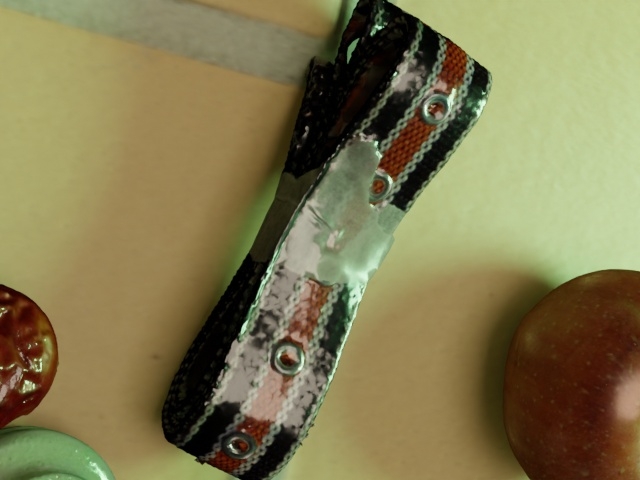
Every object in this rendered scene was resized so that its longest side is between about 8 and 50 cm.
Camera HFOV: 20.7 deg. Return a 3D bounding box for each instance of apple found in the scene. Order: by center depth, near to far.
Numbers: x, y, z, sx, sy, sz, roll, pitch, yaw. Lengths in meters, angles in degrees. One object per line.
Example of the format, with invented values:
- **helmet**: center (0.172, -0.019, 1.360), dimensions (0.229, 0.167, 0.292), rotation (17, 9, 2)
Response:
- **apple**: center (0.235, 0.121, 1.390), dimensions (0.201, 0.162, 0.201), rotation (-13, 115, -30)

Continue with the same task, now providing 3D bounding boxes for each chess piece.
- **chess piece**: center (-0.147, 0.209, 1.107), dimensions (0.139, 0.272, 0.139), rotation (-5, 100, -31)

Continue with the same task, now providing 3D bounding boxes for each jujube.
- **jujube**: center (-0.253, 0.077, 1.120), dimensions (0.176, 0.109, 0.112), rotation (-2, 103, -34)

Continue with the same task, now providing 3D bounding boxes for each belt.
- **belt**: center (0.000, 0.000, 1.250), dimensions (0.094, 0.126, 0.359), rotation (28, 84, -29)
